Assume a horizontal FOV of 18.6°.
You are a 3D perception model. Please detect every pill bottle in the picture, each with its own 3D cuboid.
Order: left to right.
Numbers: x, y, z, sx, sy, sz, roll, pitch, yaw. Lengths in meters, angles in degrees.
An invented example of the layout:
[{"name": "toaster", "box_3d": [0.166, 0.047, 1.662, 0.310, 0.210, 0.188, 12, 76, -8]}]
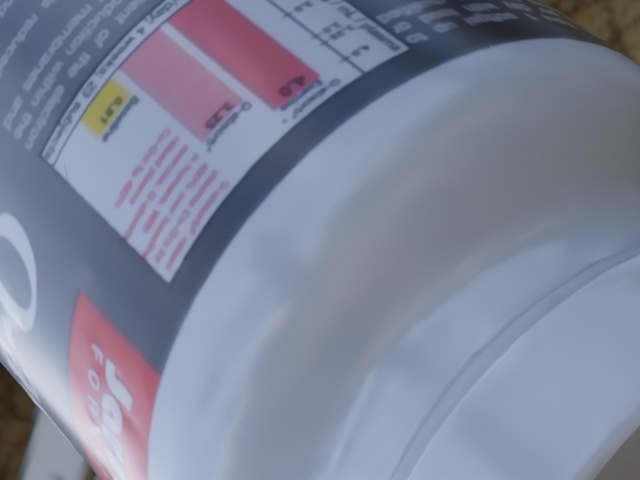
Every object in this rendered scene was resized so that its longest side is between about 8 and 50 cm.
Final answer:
[{"name": "pill bottle", "box_3d": [0.000, 0.000, 0.633, 0.210, 0.363, 0.210, -22, -47, -27]}]
